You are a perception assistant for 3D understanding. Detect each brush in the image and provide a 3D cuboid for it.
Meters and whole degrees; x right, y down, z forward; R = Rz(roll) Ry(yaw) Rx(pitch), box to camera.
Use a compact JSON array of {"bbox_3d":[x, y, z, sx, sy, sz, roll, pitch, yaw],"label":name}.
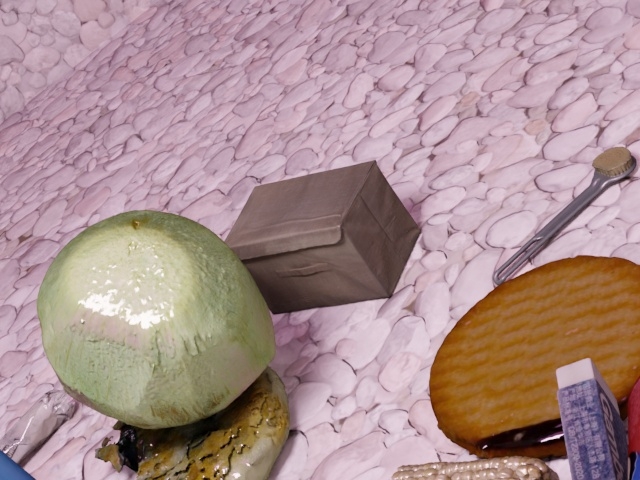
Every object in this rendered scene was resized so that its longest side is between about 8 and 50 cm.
[{"bbox_3d":[0.329,-0.035,1.762,0.266,0.027,0.062,-43,30,-11],"label":"brush"}]

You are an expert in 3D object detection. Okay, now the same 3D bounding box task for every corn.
[{"bbox_3d":[0.172,0.282,1.425,0.211,0.087,0.087,-12,37,47],"label":"corn"}]

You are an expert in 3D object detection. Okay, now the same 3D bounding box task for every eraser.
[{"bbox_3d":[0.288,0.231,1.325,0.046,0.092,0.212,-22,41,19],"label":"eraser"}]

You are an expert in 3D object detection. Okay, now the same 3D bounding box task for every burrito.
[{"bbox_3d":[-0.471,0.316,2.059,0.203,0.064,0.064,-47,31,-16],"label":"burrito"}]

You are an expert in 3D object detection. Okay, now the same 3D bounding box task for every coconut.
[{"bbox_3d":[-0.216,0.114,1.734,0.328,0.328,0.281,-22,58,24],"label":"coconut"}]

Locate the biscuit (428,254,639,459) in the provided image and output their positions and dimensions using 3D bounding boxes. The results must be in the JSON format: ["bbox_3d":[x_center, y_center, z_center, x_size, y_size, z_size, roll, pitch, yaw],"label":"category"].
[{"bbox_3d":[0.275,0.137,1.558,0.318,0.040,0.318,-24,32,17],"label":"biscuit"}]

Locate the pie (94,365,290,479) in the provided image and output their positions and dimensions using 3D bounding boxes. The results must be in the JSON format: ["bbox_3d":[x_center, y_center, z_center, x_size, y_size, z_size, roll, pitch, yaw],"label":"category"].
[{"bbox_3d":[-0.172,0.280,1.784,0.296,0.078,0.371,-34,29,0],"label":"pie"}]

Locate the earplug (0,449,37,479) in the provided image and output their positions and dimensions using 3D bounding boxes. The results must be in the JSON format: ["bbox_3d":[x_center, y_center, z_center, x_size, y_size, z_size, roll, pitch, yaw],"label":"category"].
[{"bbox_3d":[-0.470,0.346,1.794,0.132,0.273,0.132,-27,31,18],"label":"earplug"}]

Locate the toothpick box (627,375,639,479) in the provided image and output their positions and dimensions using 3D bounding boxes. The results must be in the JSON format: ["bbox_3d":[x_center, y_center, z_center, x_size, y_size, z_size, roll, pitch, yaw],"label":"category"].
[{"bbox_3d":[0.364,0.269,1.112,0.204,0.204,0.333,-19,33,27],"label":"toothpick box"}]

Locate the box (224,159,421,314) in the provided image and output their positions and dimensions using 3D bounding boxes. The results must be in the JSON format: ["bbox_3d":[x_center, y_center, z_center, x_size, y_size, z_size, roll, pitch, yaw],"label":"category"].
[{"bbox_3d":[0.000,0.000,1.930,0.231,0.149,0.155,-12,38,37],"label":"box"}]
